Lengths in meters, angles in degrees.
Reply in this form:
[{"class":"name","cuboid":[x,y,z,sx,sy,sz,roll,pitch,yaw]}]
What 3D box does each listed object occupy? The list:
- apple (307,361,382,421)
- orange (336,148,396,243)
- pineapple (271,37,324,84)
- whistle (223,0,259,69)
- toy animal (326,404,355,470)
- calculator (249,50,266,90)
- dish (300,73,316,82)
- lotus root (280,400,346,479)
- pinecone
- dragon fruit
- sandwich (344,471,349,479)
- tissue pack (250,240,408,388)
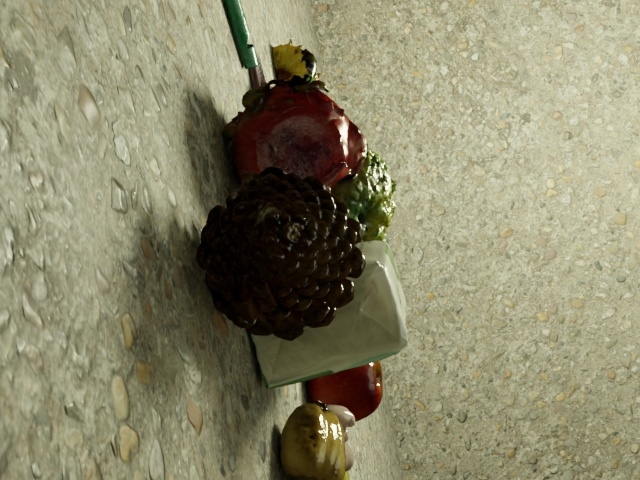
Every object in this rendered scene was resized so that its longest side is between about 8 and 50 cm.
[{"class":"apple","cuboid":[0.054,0.332,1.816,0.181,0.168,0.181,-6,90,-79]},{"class":"orange","cuboid":[0.039,-0.068,1.740,0.223,0.300,0.301,21,-49,47]},{"class":"pineapple","cuboid":[-0.057,-0.461,2.245,0.079,0.135,0.233,37,44,-78]},{"class":"whistle","cuboid":[-0.176,-0.468,1.737,0.039,0.039,0.186,-89,166,-57]},{"class":"toy animal","cuboid":[0.009,0.432,1.552,0.212,0.124,0.124,-83,162,-47]},{"class":"calculator","cuboid":[-0.146,-0.376,1.885,0.103,0.024,0.166,46,31,-77]},{"class":"dish","cuboid":[-0.063,-0.240,1.956,0.324,0.124,0.324,-4,90,-82]},{"class":"lotus root","cuboid":[-0.014,0.387,1.410,0.221,0.125,0.118,-85,-163,-47]},{"class":"pinecone","cuboid":[-0.057,0.032,1.179,0.292,0.246,0.246,111,-30,-76]},{"class":"dragon fruit","cuboid":[-0.055,-0.175,1.490,0.269,0.250,0.291,54,1,-11]},{"class":"sandwich","cuboid":[0.022,0.511,1.735,0.193,0.058,0.162,53,25,-69]},{"class":"tissue pack","cuboid":[0.023,0.127,1.494,0.356,0.266,0.194,-42,115,-81]}]
